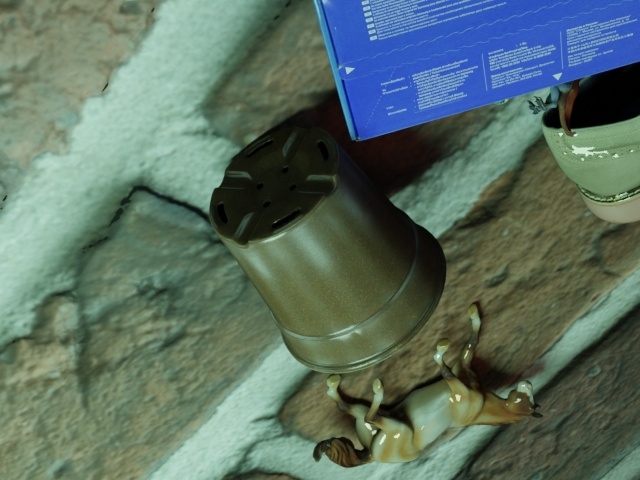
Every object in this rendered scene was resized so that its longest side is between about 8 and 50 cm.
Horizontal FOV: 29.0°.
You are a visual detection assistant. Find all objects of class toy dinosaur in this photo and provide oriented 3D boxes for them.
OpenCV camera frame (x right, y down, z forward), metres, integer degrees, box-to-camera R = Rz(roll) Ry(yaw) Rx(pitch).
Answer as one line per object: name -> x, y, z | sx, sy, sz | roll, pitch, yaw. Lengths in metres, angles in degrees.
toy dinosaur -> 0.223, -0.144, 1.114 | 0.082, 0.090, 0.047 | -39, 168, -8

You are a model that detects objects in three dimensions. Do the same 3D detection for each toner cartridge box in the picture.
toner cartridge box -> 0.170, -0.200, 0.961 | 0.347, 0.075, 0.165 | -16, 140, 2

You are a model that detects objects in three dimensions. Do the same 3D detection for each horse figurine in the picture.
horse figurine -> 0.108, 0.182, 1.358 | 0.263, 0.066, 0.174 | -28, 132, -8

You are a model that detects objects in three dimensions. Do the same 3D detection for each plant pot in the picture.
plant pot -> 0.000, 0.000, 1.060 | 0.167, 0.167, 0.165 | -35, 131, 3

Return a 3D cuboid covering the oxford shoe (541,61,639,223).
oxford shoe -> 0.378, -0.181, 1.123 | 0.397, 0.140, 0.146 | -43, 130, 9

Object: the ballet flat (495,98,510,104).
ballet flat -> 0.175, -0.174, 1.086 | 0.041, 0.041, 0.114 | -4, 131, -28
